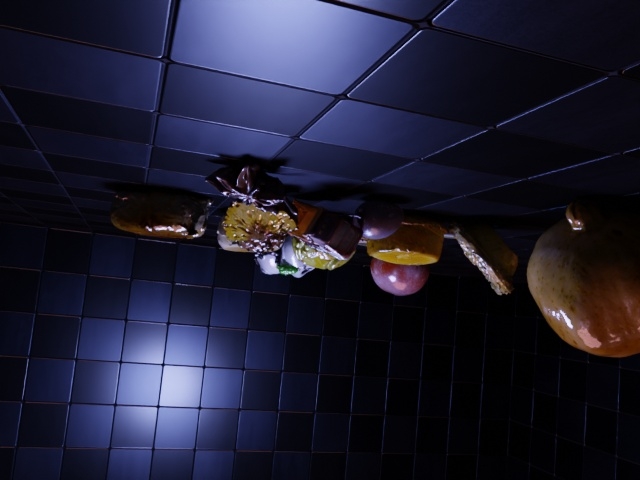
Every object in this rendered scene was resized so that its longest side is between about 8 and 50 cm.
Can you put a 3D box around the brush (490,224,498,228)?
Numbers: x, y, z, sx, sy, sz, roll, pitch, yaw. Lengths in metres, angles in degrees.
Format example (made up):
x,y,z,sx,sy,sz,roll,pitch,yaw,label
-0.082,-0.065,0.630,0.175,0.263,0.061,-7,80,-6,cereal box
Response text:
x,y,z,sx,sy,sz,roll,pitch,yaw,label
0.541,-0.036,1.937,0.051,0.014,0.164,5,173,-7,brush

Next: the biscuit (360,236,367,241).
x,y,z,sx,sy,sz,roll,pitch,yaw,label
0.256,-0.013,2.200,0.378,0.054,0.094,3,175,15,biscuit

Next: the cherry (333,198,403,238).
x,y,z,sx,sy,sz,roll,pitch,yaw,label
0.148,-0.064,1.658,0.148,0.115,0.188,-35,-168,-14,cherry

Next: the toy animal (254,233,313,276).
x,y,z,sx,sy,sz,roll,pitch,yaw,label
-0.127,0.052,2.422,0.266,0.213,0.212,7,175,18,toy animal

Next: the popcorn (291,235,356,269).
x,y,z,sx,sy,sz,roll,pitch,yaw,label
0.016,0.002,2.001,0.221,0.184,0.204,11,142,-22,popcorn

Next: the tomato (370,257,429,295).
x,y,z,sx,sy,sz,roll,pitch,yaw,label
0.364,0.137,2.702,0.270,0.227,0.270,2,175,0,tomato

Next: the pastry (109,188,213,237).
x,y,z,sx,sy,sz,roll,pitch,yaw,label
-0.503,-0.078,1.888,0.329,0.137,0.329,4,174,0,pastry

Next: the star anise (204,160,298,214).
x,y,z,sx,sy,sz,roll,pitch,yaw,label
-0.151,-0.123,1.387,0.209,0.089,0.231,16,174,28,star anise

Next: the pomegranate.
x,y,z,sx,sy,sz,roll,pitch,yaw,label
0.688,0.073,1.429,0.409,0.411,0.410,5,174,1,pomegranate

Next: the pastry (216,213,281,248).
x,y,z,sx,sy,sz,roll,pitch,yaw,label
-0.244,-0.028,2.124,0.264,0.133,0.265,4,174,0,pastry

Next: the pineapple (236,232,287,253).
x,y,z,sx,sy,sz,roll,pitch,yaw,label
-0.174,-0.041,1.848,0.193,0.166,0.166,-11,179,-18,pineapple

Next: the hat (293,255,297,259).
x,y,z,sx,sy,sz,roll,pitch,yaw,label
-0.006,0.009,2.260,0.203,0.126,0.203,2,169,0,hat

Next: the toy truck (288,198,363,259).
x,y,z,sx,sy,sz,roll,pitch,yaw,label
-0.002,-0.034,1.639,0.135,0.114,0.270,33,174,-31,toy truck

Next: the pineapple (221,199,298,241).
x,y,z,sx,sy,sz,roll,pitch,yaw,label
-0.164,-0.101,1.659,0.249,0.164,0.140,-5,130,38,pineapple

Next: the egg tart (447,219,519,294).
x,y,z,sx,sy,sz,roll,pitch,yaw,label
0.509,0.034,1.828,0.118,0.288,0.288,-41,162,10,egg tart

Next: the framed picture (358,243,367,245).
x,y,z,sx,sy,sz,roll,pitch,yaw,label
0.208,0.003,2.556,0.208,0.019,0.281,10,172,-34,framed picture

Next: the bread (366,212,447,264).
x,y,z,sx,sy,sz,roll,pitch,yaw,label
0.266,-0.006,1.848,0.268,0.146,0.268,5,169,1,bread

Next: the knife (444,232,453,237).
x,y,z,sx,sy,sz,roll,pitch,yaw,label
0.432,-0.023,2.078,0.342,0.027,0.061,6,175,22,knife
